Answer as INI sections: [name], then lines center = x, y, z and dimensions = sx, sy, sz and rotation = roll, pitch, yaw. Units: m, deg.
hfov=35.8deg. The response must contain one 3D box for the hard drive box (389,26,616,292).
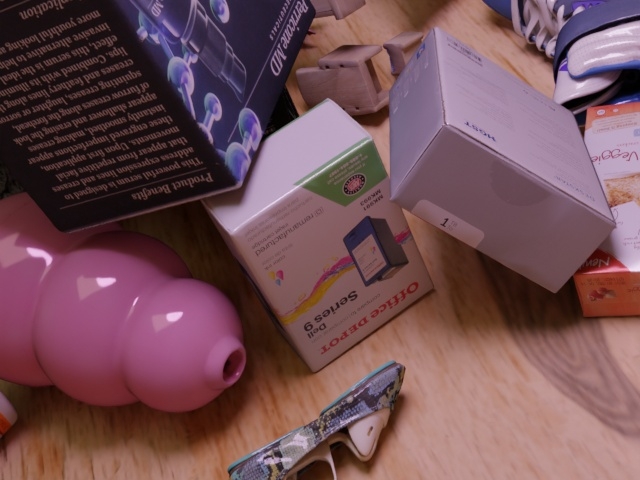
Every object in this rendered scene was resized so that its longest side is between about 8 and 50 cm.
[hard drive box]
center = 0.161, -0.084, 0.934
dimensions = 0.089, 0.181, 0.232
rotation = -54, 14, 28

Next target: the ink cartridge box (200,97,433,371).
[ink cartridge box]
center = 0.000, 0.000, 0.944
dimensions = 0.154, 0.212, 0.093
rotation = -34, 44, -8

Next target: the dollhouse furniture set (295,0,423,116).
[dollhouse furniture set]
center = 0.049, -0.353, 1.284
dimensions = 0.198, 0.286, 0.303
rotation = 5, 35, 48

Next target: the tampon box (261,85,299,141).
[tampon box]
center = -0.069, -0.110, 1.158
dimensions = 0.101, 0.120, 0.161
rotation = -21, 41, 5

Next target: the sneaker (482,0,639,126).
[sneaker]
center = 0.276, -0.235, 1.111
dimensions = 0.323, 0.130, 0.236
rotation = 18, 53, 31

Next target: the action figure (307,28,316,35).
[action figure]
center = -0.160, -0.352, 1.436
dimensions = 0.370, 0.275, 0.248
rotation = 27, 66, 20

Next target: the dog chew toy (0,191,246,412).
[dog chew toy]
center = -0.219, 0.071, 0.996
dimensions = 0.332, 0.206, 0.206
rotation = 18, 56, 29

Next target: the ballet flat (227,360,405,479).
[ballet flat]
center = 0.010, 0.181, 0.878
dimensions = 0.188, 0.070, 0.070
rotation = -33, 42, -6

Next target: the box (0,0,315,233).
[box]
center = -0.209, -0.256, 0.875
dimensions = 0.212, 0.395, 0.293
rotation = -12, 39, 27

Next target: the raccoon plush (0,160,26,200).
[raccoon plush]
center = -0.467, -0.179, 1.181
dimensions = 0.216, 0.299, 0.446
rotation = -14, 11, -38

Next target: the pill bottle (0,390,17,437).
[pill bottle]
center = -0.425, 0.217, 0.996
dimensions = 0.121, 0.121, 0.221
rotation = 22, 59, 40

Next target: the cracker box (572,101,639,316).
[cracker box]
center = 0.327, -0.038, 0.934
dimensions = 0.156, 0.067, 0.232
rotation = -4, 46, 23
